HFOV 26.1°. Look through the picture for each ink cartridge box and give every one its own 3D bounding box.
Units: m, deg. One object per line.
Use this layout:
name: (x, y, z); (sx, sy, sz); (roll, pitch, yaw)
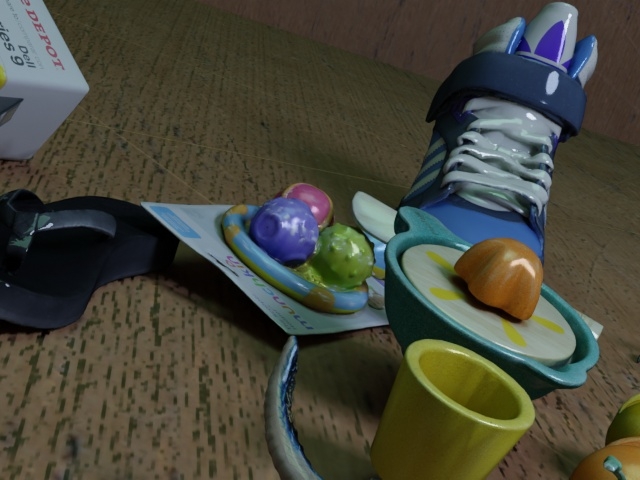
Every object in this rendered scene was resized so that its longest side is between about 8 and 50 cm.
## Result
ink cartridge box: (-0.289, -0.144, 0.961); (0.212, 0.093, 0.154); (3, 52, -54)

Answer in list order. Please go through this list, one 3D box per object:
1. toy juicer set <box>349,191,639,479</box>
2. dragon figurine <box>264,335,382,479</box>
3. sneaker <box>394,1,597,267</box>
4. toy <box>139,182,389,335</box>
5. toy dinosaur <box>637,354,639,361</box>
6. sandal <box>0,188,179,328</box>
toy juicer set: (0.127, 0.053, 0.790); (0.209, 0.089, 0.329); (23, 22, -10)
dragon figurine: (0.076, 0.139, 0.495); (0.144, 0.085, 0.289); (11, 17, -30)
sneaker: (0.151, -0.089, 1.155); (0.130, 0.236, 0.323); (20, 13, 2)
toy: (0.000, 0.000, 0.942); (0.137, 0.056, 0.237); (39, 14, 23)
toy dinosaur: (0.299, 0.097, 1.066); (0.093, 0.053, 0.183); (37, 24, 8)
sandal: (-0.155, -0.006, 0.806); (0.097, 0.054, 0.254); (21, 14, 9)
